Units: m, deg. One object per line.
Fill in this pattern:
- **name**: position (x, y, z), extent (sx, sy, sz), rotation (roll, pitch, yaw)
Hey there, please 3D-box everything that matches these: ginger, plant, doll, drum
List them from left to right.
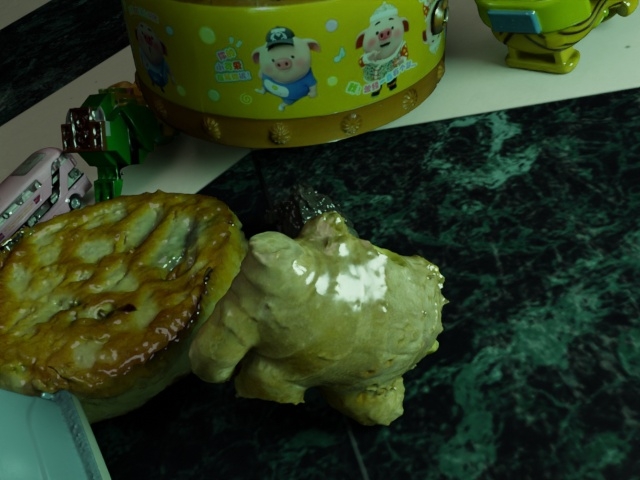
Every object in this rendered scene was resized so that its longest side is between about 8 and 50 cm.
- **doll**: position (-0.263, -0.149, 1.003), extent (0.106, 0.134, 0.186), rotation (0, 36, 33)
- **drum**: position (-0.041, -0.312, 0.932), extent (0.432, 0.214, 0.431), rotation (-3, 39, 3)
- **plant**: position (0.000, 0.000, 0.722), extent (0.085, 0.087, 0.174), rotation (-7, 38, -19)
- **ginger**: position (0.017, 0.063, 0.552), extent (0.102, 0.216, 0.157), rotation (33, 102, 55)

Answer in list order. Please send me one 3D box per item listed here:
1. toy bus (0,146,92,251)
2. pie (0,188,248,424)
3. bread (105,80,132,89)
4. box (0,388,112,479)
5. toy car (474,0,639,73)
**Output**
- **toy bus**: position (-0.385, -0.035, 0.950), extent (0.063, 0.090, 0.203), rotation (2, 43, 30)
- **pie**: position (-0.212, 0.053, 0.761), extent (0.316, 0.092, 0.315), rotation (-10, 38, 8)
- **bread**: position (-0.328, -0.207, 1.159), extent (0.062, 0.049, 0.103), rotation (-13, 39, 27)
- **box**: position (-0.234, 0.214, 0.525), extent (0.162, 0.130, 0.227), rotation (-51, 41, 3)
- **toy car**: position (0.303, -0.315, 0.884), extent (0.200, 0.142, 0.248), rotation (25, 68, 45)
